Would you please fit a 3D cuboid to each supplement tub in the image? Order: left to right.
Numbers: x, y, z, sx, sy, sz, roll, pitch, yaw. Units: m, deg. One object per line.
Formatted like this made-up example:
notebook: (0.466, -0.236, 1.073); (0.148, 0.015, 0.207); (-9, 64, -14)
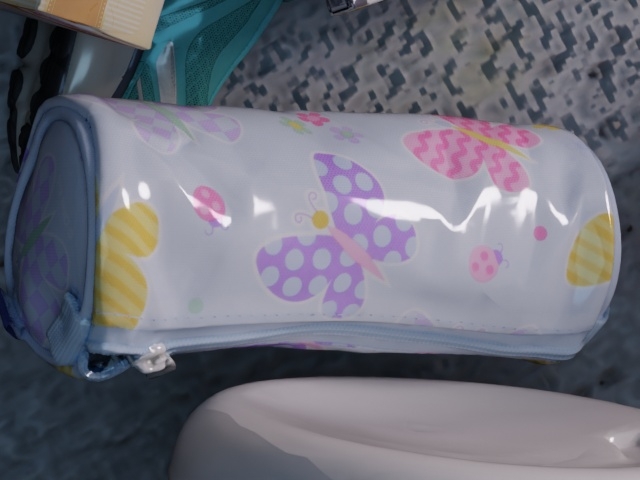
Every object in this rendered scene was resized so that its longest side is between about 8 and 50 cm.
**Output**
supplement tub: (0.047, 0.234, 0.705); (0.241, 0.241, 0.331); (4, 94, -9)

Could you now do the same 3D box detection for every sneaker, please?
sneaker: (-0.062, -0.145, 0.810); (0.110, 0.107, 0.275); (15, 99, -28)

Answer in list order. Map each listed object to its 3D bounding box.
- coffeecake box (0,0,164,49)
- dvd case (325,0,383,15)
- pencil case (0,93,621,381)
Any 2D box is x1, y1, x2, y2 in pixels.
coffeecake box: (-0.136, -0.173, 0.740); (0.068, 0.185, 0.142); (14, 94, -52)
dvd case: (0.053, -0.201, 0.777); (0.221, 0.018, 0.165); (-25, 101, -47)
pencil case: (0.000, 0.000, 0.770); (0.273, 0.124, 0.113); (0, 130, -30)
